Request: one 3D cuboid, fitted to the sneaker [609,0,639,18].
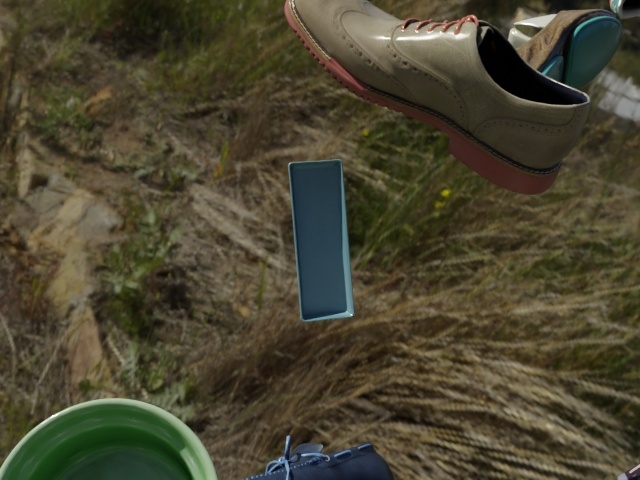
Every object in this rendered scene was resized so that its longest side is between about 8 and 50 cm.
[{"bbox_3d":[0.393,-0.275,0.928,0.161,0.057,0.075,-12,32,26],"label":"sneaker"}]

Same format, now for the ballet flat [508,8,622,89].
[{"bbox_3d":[0.289,-0.241,1.161,0.124,0.116,0.342,24,45,29],"label":"ballet flat"}]

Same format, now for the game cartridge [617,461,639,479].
[{"bbox_3d":[0.483,0.277,0.996,0.068,0.355,0.230,50,11,-9],"label":"game cartridge"}]

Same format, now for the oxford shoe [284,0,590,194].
[{"bbox_3d":[0.122,-0.195,0.897,0.348,0.130,0.123,33,46,8],"label":"oxford shoe"}]

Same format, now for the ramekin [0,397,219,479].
[{"bbox_3d":[-0.285,0.383,1.178,0.303,0.148,0.303,2,64,-4],"label":"ramekin"}]

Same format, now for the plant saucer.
[{"bbox_3d":[0.000,0.000,1.035,0.067,0.192,0.018,-5,1,-12],"label":"plant saucer"}]

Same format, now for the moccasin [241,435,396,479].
[{"bbox_3d":[-0.024,0.391,1.395,0.342,0.138,0.117,13,44,-47],"label":"moccasin"}]
